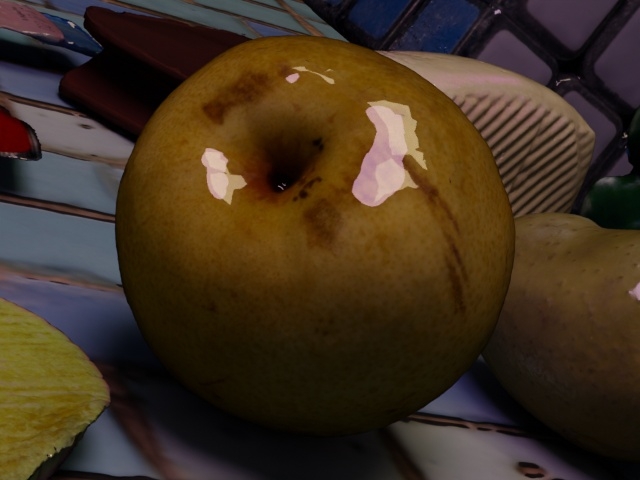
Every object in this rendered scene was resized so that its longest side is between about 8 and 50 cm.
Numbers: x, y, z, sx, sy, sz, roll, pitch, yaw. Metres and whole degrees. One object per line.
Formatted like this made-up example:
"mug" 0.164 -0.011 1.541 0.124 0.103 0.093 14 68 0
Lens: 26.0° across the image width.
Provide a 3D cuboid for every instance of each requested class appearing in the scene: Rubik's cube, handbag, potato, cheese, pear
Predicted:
"Rubik's cube" 0.219 -0.224 1.316 0.303 0.301 0.305 34 9 -37
"handbag" -0.051 -0.112 1.178 0.260 0.084 0.275 28 18 28
"potato" 0.174 0.051 0.840 0.194 0.157 0.157 30 20 30
"cheese" -0.312 -0.201 1.142 0.286 0.074 0.189 12 20 -37
"pear" 0.000 0.000 0.717 0.208 0.209 0.209 19 18 -6

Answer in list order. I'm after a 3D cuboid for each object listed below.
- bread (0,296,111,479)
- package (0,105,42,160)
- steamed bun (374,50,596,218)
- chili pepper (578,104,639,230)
"bread" -0.202 0.057 0.585 0.228 0.033 0.228 19 16 -6
"package" -0.322 -0.116 0.913 0.269 0.071 0.194 27 16 -26
"steamed bun" 0.073 -0.059 1.011 0.238 0.170 0.152 9 18 -42
"chili pepper" 0.325 -0.005 0.994 0.233 0.249 0.257 16 12 -19
